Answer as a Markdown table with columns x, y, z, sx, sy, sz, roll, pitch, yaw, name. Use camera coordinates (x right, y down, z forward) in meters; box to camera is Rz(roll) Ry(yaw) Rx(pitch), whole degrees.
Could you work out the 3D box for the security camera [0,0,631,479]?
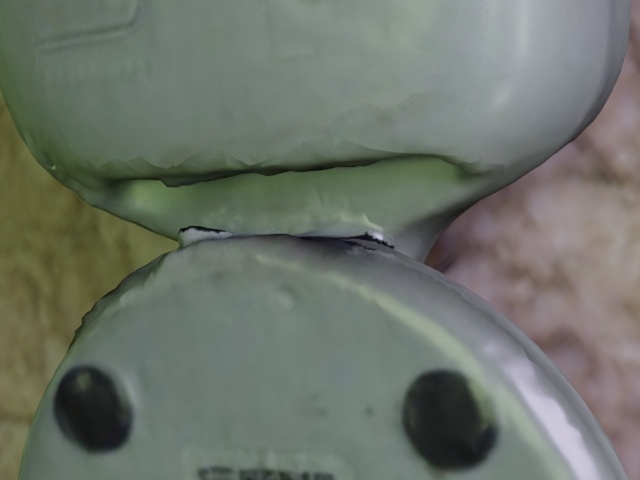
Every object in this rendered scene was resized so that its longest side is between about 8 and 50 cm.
| x | y | z | sx | sy | sz | roll | pitch | yaw | name |
| --- | --- | --- | --- | --- | --- | --- | --- | --- | --- |
| 0.000 | 0.000 | 0.359 | 0.157 | 0.080 | 0.302 | -3 | 95 | 32 | security camera |
